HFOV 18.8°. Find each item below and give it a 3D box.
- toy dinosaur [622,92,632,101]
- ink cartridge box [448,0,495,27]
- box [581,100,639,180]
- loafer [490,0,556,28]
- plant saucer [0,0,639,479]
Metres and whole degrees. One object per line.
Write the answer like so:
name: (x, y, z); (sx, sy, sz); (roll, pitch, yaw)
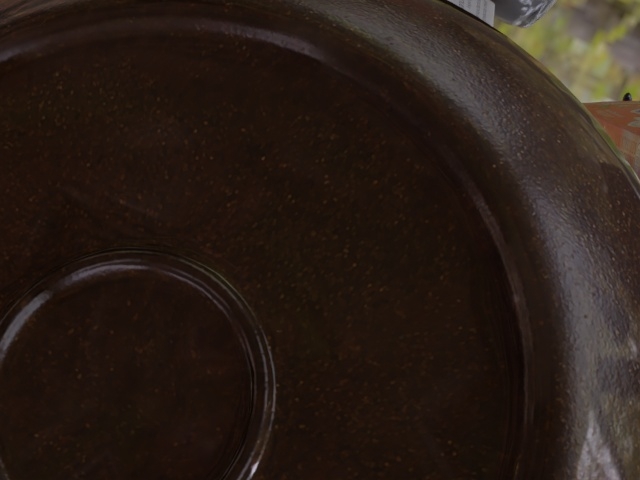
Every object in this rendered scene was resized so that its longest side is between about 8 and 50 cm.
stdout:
toy dinosaur: (0.267, -0.018, 1.306); (0.200, 0.295, 0.127); (-51, 138, -53)
ink cartridge box: (0.016, -0.106, 0.878); (0.052, 0.122, 0.088); (-50, -164, 30)
box: (0.212, 0.005, 0.985); (0.300, 0.154, 0.142); (-96, -174, -83)
loafer: (0.097, -0.263, 1.189); (0.112, 0.111, 0.319); (-51, -148, 42)
plant saucer: (-0.050, 0.049, 0.539); (0.310, 0.310, 0.050); (-66, 160, -13)
